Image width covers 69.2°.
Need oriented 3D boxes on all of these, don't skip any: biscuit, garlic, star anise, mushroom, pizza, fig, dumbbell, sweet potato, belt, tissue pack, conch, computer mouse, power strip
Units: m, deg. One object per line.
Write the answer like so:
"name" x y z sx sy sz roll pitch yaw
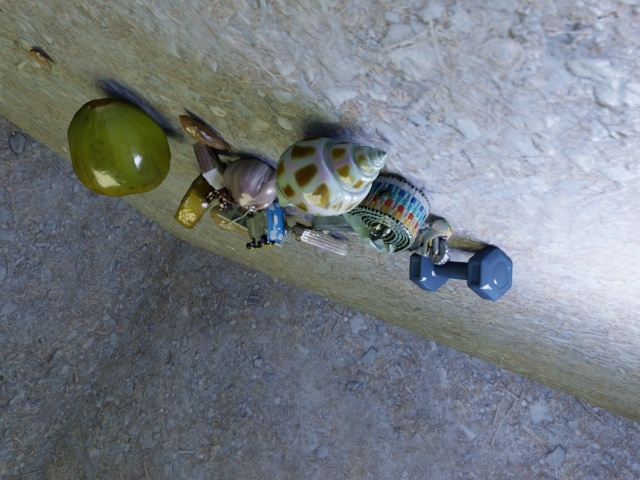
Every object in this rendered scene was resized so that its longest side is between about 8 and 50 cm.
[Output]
"biscuit" 0.000 0.000 1.928 0.239 0.061 0.108 20 -178 -29
"garlic" -0.235 -0.163 1.596 0.207 0.256 0.207 23 -152 -13
"star anise" -0.341 -0.194 1.727 0.220 0.190 0.126 -5 -170 15
"mushroom" -0.083 -0.032 2.046 0.088 0.073 0.129 61 154 -11
"pizza" -0.921 -0.603 1.536 0.083 0.025 0.078 23 162 40
"fig" -0.690 -0.325 1.587 0.343 0.343 0.343 24 166 7
"dumbbell" 0.432 0.094 1.462 0.325 0.160 0.144 0 120 57
"sweet potato" -0.371 -0.336 1.486 0.206 0.060 0.068 26 -152 -44
"belt" 0.180 -0.072 1.293 0.207 0.150 0.257 36 164 -7
"tissue pack" -0.379 -0.263 1.607 0.148 0.060 0.108 65 -177 28
"conch" 0.016 -0.155 1.181 0.249 0.197 0.368 23 178 -43
"computer mouse" 0.066 -0.074 1.649 0.229 0.068 0.113 0 171 36
"power strip" -0.312 -0.089 2.160 0.367 0.106 0.043 27 168 -5

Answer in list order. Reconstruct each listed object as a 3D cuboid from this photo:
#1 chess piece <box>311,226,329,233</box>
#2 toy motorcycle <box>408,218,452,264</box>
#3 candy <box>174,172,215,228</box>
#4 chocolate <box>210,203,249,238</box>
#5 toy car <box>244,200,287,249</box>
"chess piece" -0.003 -0.050 1.925 0.035 0.035 0.092 37 166 -38
"toy motorcycle" 0.315 -0.011 1.384 0.094 0.129 0.229 10 -171 -28
"candy" -0.497 -0.166 1.900 0.118 0.259 0.260 30 165 -13
"chocolate" -0.398 -0.088 2.267 0.309 0.134 0.134 22 165 14
"toy car" -0.216 -0.066 1.958 0.166 0.198 0.314 -5 175 -26
